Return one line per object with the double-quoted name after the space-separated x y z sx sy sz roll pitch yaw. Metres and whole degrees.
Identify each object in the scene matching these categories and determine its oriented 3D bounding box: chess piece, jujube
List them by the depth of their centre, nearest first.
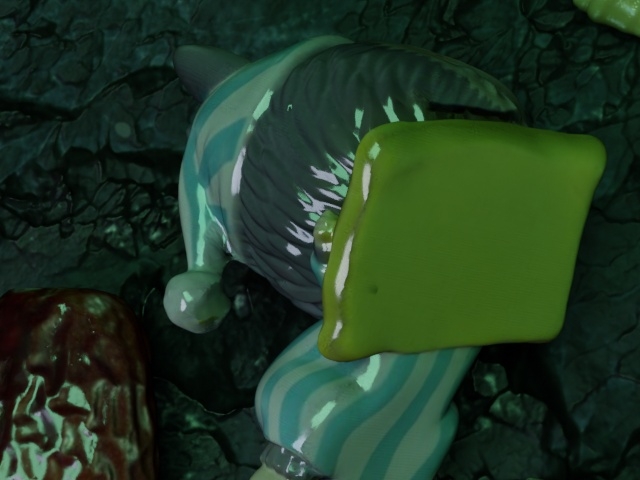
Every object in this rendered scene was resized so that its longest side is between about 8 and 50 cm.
-0.221 0.160 1.390 0.183 0.183 0.243 1 83 14 "jujube"
0.277 -0.186 1.409 0.122 0.066 0.066 43 90 14 "chess piece"

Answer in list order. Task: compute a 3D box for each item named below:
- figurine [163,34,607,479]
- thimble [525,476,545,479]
0.000 0.000 1.387 0.377 0.266 0.361 33 100 52 "figurine"
0.189 0.249 1.308 0.090 0.102 0.115 13 110 16 "thimble"
